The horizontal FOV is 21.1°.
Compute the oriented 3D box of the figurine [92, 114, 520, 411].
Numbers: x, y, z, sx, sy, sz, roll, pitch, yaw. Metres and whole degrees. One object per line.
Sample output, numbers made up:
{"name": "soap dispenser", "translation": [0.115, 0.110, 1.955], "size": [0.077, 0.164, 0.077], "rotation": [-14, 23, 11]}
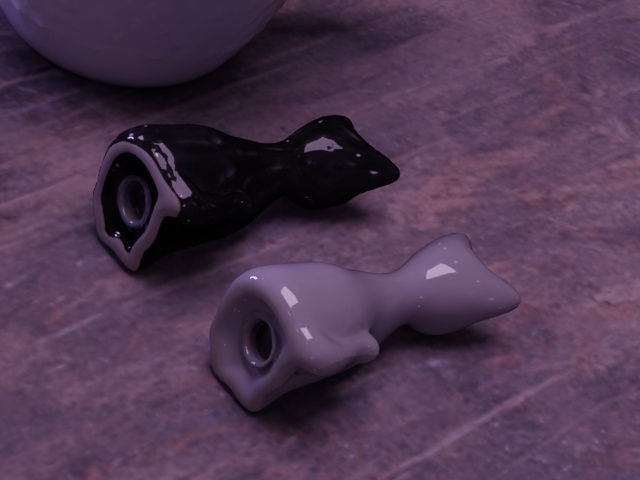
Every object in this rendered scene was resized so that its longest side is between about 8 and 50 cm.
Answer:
{"name": "figurine", "translation": [0.000, 0.000, 1.094], "size": [0.209, 0.092, 0.215], "rotation": [-15, 51, -40]}

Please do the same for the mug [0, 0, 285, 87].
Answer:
{"name": "mug", "translation": [-0.065, -0.283, 1.198], "size": [0.374, 0.328, 0.276], "rotation": [-2, 44, -24]}
